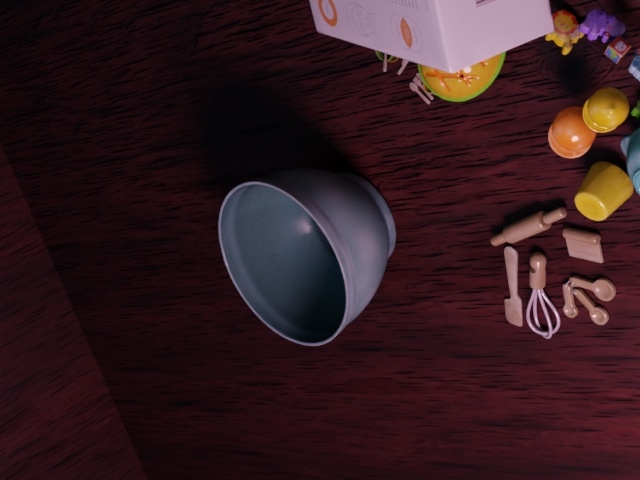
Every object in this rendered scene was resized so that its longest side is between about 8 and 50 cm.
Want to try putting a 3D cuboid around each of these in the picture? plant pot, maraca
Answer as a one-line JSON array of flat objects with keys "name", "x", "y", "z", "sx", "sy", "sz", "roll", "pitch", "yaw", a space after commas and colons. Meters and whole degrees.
[{"name": "plant pot", "x": 0.000, "y": 0.000, "z": 2.340, "sx": 0.293, "sy": 0.196, "sz": 0.293, "roll": 27, "pitch": 133, "yaw": 34}, {"name": "maraca", "x": 0.210, "y": -0.284, "z": 1.996, "sx": 0.127, "sy": 0.099, "sz": 0.185, "roll": 37, "pitch": 113, "yaw": 14}]

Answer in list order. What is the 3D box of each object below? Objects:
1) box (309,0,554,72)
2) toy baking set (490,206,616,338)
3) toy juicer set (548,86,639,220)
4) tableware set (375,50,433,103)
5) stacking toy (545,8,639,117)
[{"name": "box", "x": 0.122, "y": -0.371, "z": 1.841, "sx": 0.345, "sy": 0.168, "sz": 0.215, "roll": 29, "pitch": 139, "yaw": 56}, {"name": "toy baking set", "x": 0.338, "y": 0.054, "z": 2.131, "sx": 0.256, "sy": 0.030, "sz": 0.196, "roll": -20, "pitch": 99, "yaw": 52}, {"name": "toy juicer set", "x": 0.440, "y": -0.123, "z": 1.828, "sx": 0.329, "sy": 0.089, "sz": 0.209, "roll": 3, "pitch": 134, "yaw": 52}, {"name": "tableware set", "x": 0.131, "y": -0.282, "z": 2.141, "sx": 0.154, "sy": 0.024, "sz": 0.104, "roll": 50, "pitch": 142, "yaw": 13}, {"name": "stacking toy", "x": 0.396, "y": -0.250, "z": 1.814, "sx": 0.221, "sy": 0.052, "sz": 0.167, "roll": 43, "pitch": 163, "yaw": 9}]
